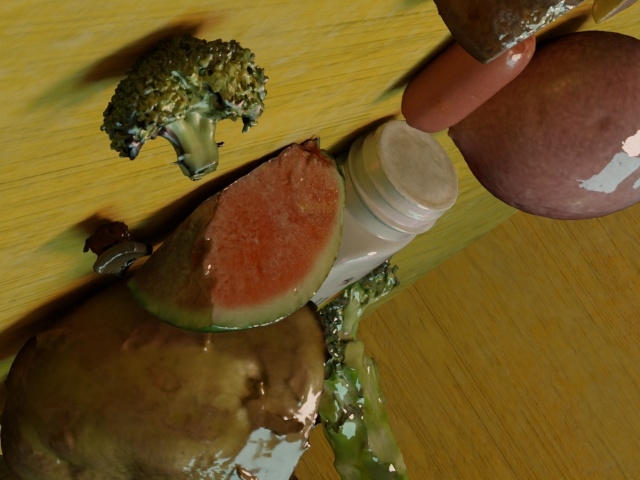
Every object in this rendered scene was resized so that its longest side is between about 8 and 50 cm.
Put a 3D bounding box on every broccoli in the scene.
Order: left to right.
[{"bbox_3d":[-0.081,-0.079,1.038,0.095,0.092,0.097,-13,-168,10],"label":"broccoli"},{"bbox_3d":[0.001,0.177,2.078,0.221,0.361,0.252,0,-169,42],"label":"broccoli"}]

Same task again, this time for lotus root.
[{"bbox_3d":[0.150,-0.196,1.311,0.122,0.081,0.112,-33,180,6],"label":"lotus root"}]

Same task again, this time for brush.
[{"bbox_3d":[-0.172,0.007,1.469,0.043,0.036,0.248,-28,180,-2],"label":"brush"}]

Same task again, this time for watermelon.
[{"bbox_3d":[-0.076,0.012,1.576,0.231,0.128,0.146,-35,-172,-40],"label":"watermelon"}]

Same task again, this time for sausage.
[{"bbox_3d":[0.133,-0.152,1.566,0.062,0.062,0.154,-25,171,-45],"label":"sausage"}]

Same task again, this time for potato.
[{"bbox_3d":[-0.176,0.145,1.642,0.237,0.301,0.288,14,107,-35],"label":"potato"}]

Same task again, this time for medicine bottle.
[{"bbox_3d":[0.000,0.000,1.798,0.324,0.124,0.179,-40,176,38],"label":"medicine bottle"}]

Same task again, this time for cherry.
[{"bbox_3d":[0.271,-0.112,1.853,0.239,0.206,0.239,-34,-175,4],"label":"cherry"}]

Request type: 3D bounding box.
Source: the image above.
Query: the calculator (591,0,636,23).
[{"bbox_3d":[0.376,-0.303,1.718,0.236,0.033,0.157,-32,172,-27],"label":"calculator"}]

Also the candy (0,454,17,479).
[{"bbox_3d":[-0.357,0.338,1.978,0.359,0.145,0.208,-6,-171,39],"label":"candy"}]
